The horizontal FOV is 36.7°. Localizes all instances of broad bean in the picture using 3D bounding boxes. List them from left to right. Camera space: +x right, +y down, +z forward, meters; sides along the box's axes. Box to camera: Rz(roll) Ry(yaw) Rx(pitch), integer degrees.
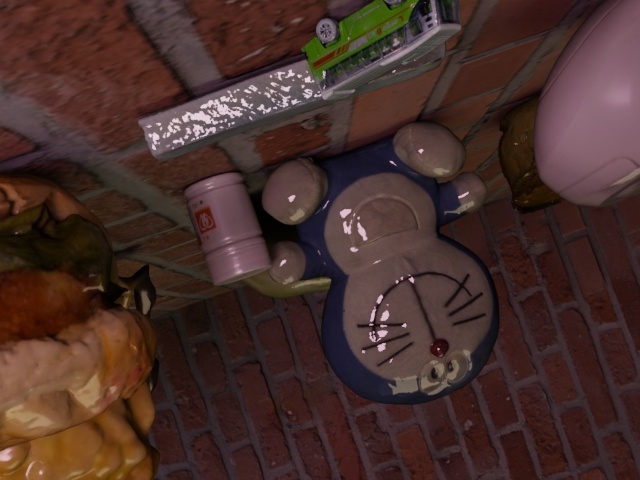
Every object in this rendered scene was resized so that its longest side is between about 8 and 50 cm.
[{"bbox_3d":[0.000,0.000,1.066,0.228,0.100,0.169,-13,-152,-11],"label":"broad bean"}]

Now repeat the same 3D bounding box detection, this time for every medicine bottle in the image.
[{"bbox_3d":[-0.081,-0.010,0.843,0.057,0.089,0.057,-20,175,-2],"label":"medicine bottle"}]

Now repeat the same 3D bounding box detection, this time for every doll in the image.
[{"bbox_3d":[0.068,0.031,0.924,0.228,0.258,0.154,-21,177,-14],"label":"doll"}]

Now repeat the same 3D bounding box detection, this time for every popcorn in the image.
[{"bbox_3d":[-0.318,0.176,1.069,0.382,0.349,0.349,-44,-176,-18],"label":"popcorn"}]

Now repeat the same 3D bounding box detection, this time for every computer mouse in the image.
[{"bbox_3d":[0.256,-0.132,0.598,0.184,0.121,0.297,-12,158,-48],"label":"computer mouse"}]

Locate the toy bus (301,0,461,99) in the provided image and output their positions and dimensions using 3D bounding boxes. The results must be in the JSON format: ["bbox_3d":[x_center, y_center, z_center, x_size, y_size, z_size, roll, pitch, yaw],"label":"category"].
[{"bbox_3d":[0.031,-0.104,0.486,0.083,0.037,0.031,-23,175,37],"label":"toy bus"}]

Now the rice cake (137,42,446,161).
[{"bbox_3d":[-0.016,-0.086,0.553,0.180,0.030,0.042,-18,179,3],"label":"rice cake"}]

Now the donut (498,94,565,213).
[{"bbox_3d":[0.304,-0.125,1.052,0.272,0.107,0.272,-22,172,-3],"label":"donut"}]

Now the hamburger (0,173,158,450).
[{"bbox_3d":[-0.213,0.050,0.564,0.209,0.162,0.330,-24,172,29],"label":"hamburger"}]
